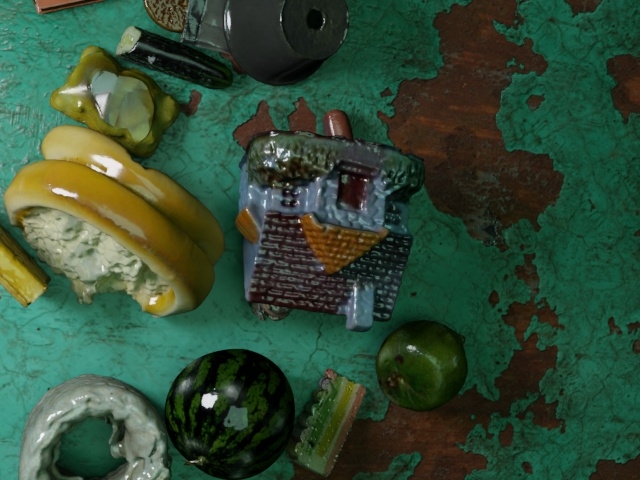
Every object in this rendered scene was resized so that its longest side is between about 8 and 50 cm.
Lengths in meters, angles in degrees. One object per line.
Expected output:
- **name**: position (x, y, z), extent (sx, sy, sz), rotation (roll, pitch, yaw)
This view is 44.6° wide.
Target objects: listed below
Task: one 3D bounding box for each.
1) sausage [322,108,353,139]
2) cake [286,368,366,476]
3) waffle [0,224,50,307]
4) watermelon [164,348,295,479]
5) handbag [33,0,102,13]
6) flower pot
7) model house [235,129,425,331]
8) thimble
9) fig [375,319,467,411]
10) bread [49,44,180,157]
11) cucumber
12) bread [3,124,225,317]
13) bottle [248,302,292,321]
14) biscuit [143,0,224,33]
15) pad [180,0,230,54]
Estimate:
- **sausage**: position (0.036, -0.241, 1.715), extent (0.054, 0.059, 0.094), rotation (-17, 95, -37)
- **cake**: position (0.006, 0.405, 1.744), extent (0.109, 0.090, 0.225), rotation (33, 64, -13)
- **waffle**: position (-0.596, 0.018, 1.442), extent (0.055, 0.248, 0.221), rotation (-43, 104, -10)
- **watermelon**: position (-0.177, 0.350, 1.583), extent (0.269, 0.269, 0.268), rotation (-1, 92, -16)
- **handbag**: position (-0.489, -0.533, 1.550), extent (0.190, 0.063, 0.127), rotation (-18, 97, -18)
- **flower pot**: position (-0.047, -0.450, 1.599), extent (0.269, 0.166, 0.268), rotation (-8, 105, -32)
- **model house**: position (0.000, 0.000, 1.555), extent (0.360, 0.297, 0.338), rotation (10, 74, -18)
- **thimble**: position (-0.437, 0.411, 1.532), extent (0.292, 0.195, 0.291), rotation (-1, 94, -17)
- **fig**: position (0.246, 0.255, 1.767), extent (0.203, 0.203, 0.235), rotation (61, 38, -10)
- **bread**: position (-0.407, -0.280, 1.571), extent (0.233, 0.088, 0.160), rotation (31, 86, -14)
- **cucumber**: position (-0.294, -0.371, 1.608), extent (0.241, 0.074, 0.074), rotation (16, 88, -19)
- **bread**: position (-0.396, -0.024, 1.534), extent (0.424, 0.329, 0.245), rotation (33, 42, -15)
- **bottle**: position (-0.100, 0.122, 1.642), extent (0.099, 0.152, 0.098), rotation (-1, 94, -16)
- **biscuit**: position (-0.252, -0.513, 1.625), extent (0.236, 0.039, 0.179), rotation (-15, 104, -20)
- **pad**: position (-0.185, -0.504, 1.625), extent (0.174, 0.022, 0.233), rotation (11, 95, -23)
